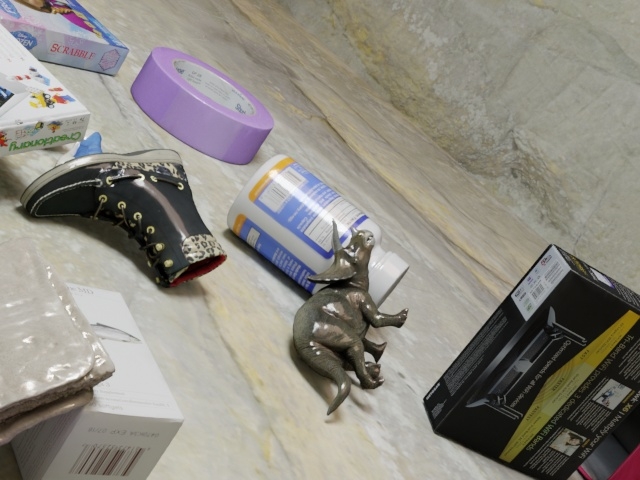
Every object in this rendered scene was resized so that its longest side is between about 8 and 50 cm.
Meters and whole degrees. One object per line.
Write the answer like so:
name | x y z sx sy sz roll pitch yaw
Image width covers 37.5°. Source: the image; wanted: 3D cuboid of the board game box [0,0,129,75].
board game box | -0.561 -0.436 1.724 0.319 0.066 0.318 42 20 21

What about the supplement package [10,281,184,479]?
supplement package | -0.218 0.132 0.851 0.105 0.105 0.179 15 27 -42

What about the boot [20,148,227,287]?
boot | -0.244 -0.022 1.213 0.236 0.085 0.178 -16 68 -42

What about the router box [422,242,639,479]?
router box | 0.337 0.188 1.353 0.243 0.308 0.081 29 20 -21

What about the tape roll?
tape roll | -0.228 -0.264 1.843 0.275 0.090 0.275 32 18 -12

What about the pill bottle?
pill bottle | 0.000 0.000 1.483 0.272 0.152 0.152 38 19 8

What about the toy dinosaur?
toy dinosaur | 0.023 0.127 1.306 0.160 0.121 0.313 28 47 -2

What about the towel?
towel | -0.319 0.090 0.725 0.282 0.049 0.187 -14 45 -32

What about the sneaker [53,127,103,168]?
sneaker | -0.317 -0.104 1.333 0.085 0.058 0.152 26 24 -8

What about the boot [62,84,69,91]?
boot | -0.480 -0.212 1.336 0.207 0.090 0.248 30 17 33

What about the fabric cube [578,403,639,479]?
fabric cube | 0.557 0.275 1.608 0.258 0.259 0.254 24 20 -35

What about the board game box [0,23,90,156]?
board game box | -0.453 -0.212 1.164 0.305 0.053 0.193 43 38 24
